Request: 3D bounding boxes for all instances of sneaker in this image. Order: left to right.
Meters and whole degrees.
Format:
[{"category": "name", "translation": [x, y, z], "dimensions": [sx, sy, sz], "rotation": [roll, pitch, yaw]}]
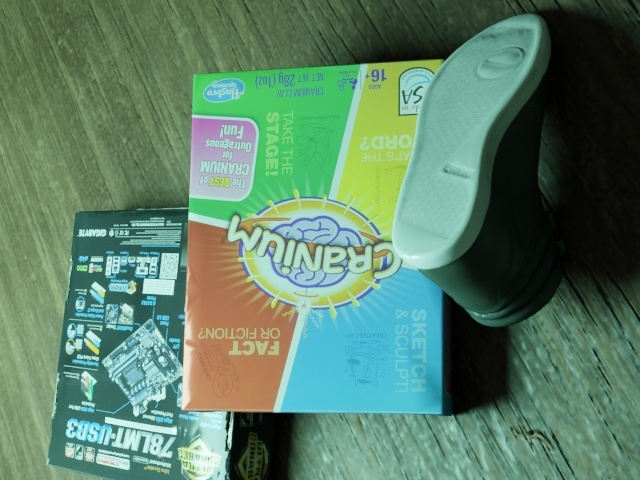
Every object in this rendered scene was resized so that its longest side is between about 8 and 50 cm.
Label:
[{"category": "sneaker", "translation": [0.153, -0.056, 0.927], "dimensions": [0.104, 0.147, 0.296], "rotation": [-8, 46, 36]}]

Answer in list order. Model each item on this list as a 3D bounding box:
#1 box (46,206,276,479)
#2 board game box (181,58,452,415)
[{"category": "box", "translation": [-0.167, 0.113, 1.162], "dimensions": [0.295, 0.073, 0.293], "rotation": [-1, 84, 42]}, {"category": "board game box", "translation": [0.000, 0.000, 0.999], "dimensions": [0.242, 0.064, 0.316], "rotation": [-2, 80, 14]}]
